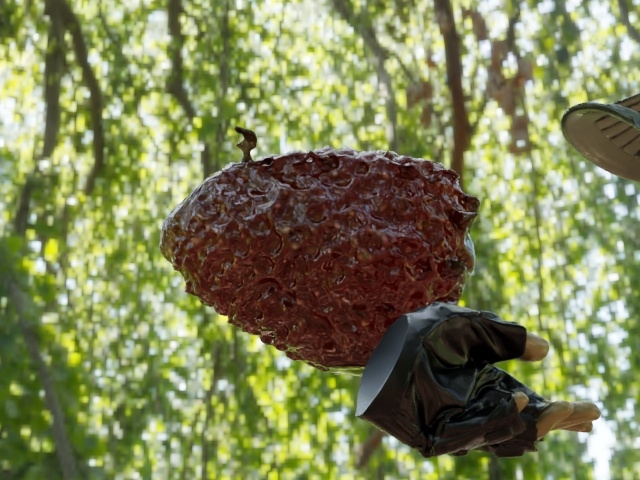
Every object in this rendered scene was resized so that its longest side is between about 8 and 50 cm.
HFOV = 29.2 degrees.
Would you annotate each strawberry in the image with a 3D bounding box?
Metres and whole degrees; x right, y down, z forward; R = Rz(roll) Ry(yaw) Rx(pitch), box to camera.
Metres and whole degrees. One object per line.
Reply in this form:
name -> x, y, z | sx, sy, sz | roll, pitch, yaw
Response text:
strawberry -> 0.001, -0.002, 1.393 | 0.343, 0.292, 0.292 | 24, -34, -5

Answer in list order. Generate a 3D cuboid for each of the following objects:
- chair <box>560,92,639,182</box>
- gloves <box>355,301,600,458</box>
chair -> 0.387, -0.130, 1.140 | 0.275, 0.190, 0.203 | -46, -46, 13
gloves -> 0.149, 0.138, 1.098 | 0.203, 0.164, 0.124 | 30, -36, -11
